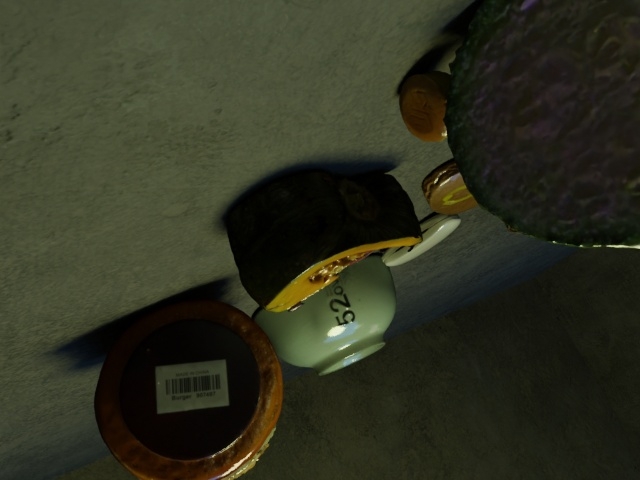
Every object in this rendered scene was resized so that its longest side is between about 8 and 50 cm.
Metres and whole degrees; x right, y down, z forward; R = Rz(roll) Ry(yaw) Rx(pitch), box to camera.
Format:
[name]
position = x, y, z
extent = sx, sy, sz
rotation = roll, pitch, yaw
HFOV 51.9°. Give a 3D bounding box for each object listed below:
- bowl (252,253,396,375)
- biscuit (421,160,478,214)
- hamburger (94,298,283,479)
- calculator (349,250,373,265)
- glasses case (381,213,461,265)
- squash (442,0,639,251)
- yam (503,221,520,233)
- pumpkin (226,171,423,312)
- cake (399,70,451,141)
[bowl]
position = 0.035, 0.195, 1.539
extent = 0.353, 0.185, 0.354
rotation = -24, 164, -7
[biscuit]
position = 0.327, -0.129, 1.214
extent = 0.277, 0.052, 0.262
rotation = -30, 164, 14
[hamburger]
position = -0.227, 0.279, 1.173
extent = 0.330, 0.330, 0.250
rotation = -23, 165, -12
[calculator]
position = 0.041, 0.012, 1.235
extent = 0.329, 0.048, 0.220
rotation = -12, 158, -47
[glasses case]
position = 0.220, -0.002, 1.447
extent = 0.204, 0.051, 0.081
rotation = -37, 162, 33
[squash]
position = 0.332, -0.153, 0.763
extent = 0.310, 0.310, 0.309
rotation = -34, 169, 26
[yam]
position = 0.499, -0.084, 1.507
extent = 0.128, 0.129, 0.238
rotation = 7, -171, 41
[pumpkin]
position = 0.000, 0.001, 0.961
extent = 0.280, 0.139, 0.190
rotation = -4, 149, -47
[cake]
position = 0.129, -0.156, 0.770
extent = 0.044, 0.084, 0.084
rotation = -26, 166, -29
